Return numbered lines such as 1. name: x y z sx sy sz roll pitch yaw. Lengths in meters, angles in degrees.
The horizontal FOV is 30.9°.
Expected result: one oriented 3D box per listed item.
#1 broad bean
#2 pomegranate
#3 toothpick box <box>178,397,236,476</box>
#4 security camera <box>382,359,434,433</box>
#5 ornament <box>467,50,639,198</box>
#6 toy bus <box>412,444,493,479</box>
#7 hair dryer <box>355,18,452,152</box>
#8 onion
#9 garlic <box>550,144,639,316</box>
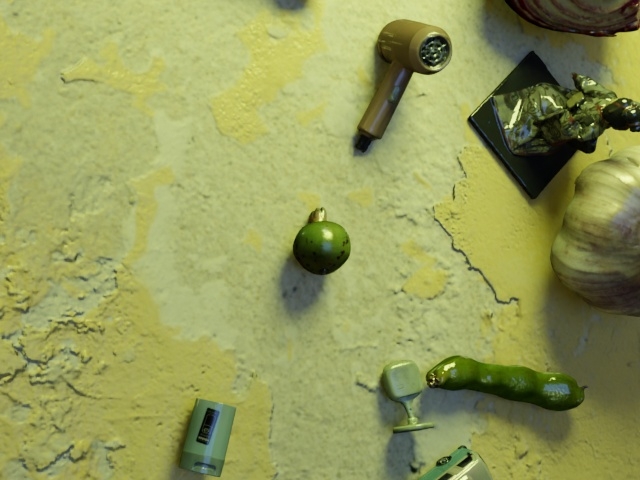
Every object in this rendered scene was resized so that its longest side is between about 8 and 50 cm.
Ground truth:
1. broad bean: 0.248 0.190 1.555 0.256 0.053 0.052 11 120 -25
2. pomegranate: -0.004 0.002 1.436 0.073 0.073 0.084 -29 64 -25
3. toothpick box: -0.132 0.231 1.362 0.052 0.052 0.083 18 78 -24
4. security camera: 0.110 0.200 1.492 0.058 0.058 0.092 -4 77 -26
5. ornament: 0.343 -0.172 1.543 0.166 0.196 0.153 -47 108 -22
6. toy bus: 0.167 0.321 1.492 0.123 0.075 0.060 -32 101 -24
7. hair dryer: 0.095 -0.193 1.482 0.064 0.117 0.182 23 97 -25
8. onion: 0.337 -0.405 1.558 0.207 0.216 0.206 3 48 8
9. garlic: 0.464 0.002 1.551 0.245 0.253 0.245 -18 117 -37
